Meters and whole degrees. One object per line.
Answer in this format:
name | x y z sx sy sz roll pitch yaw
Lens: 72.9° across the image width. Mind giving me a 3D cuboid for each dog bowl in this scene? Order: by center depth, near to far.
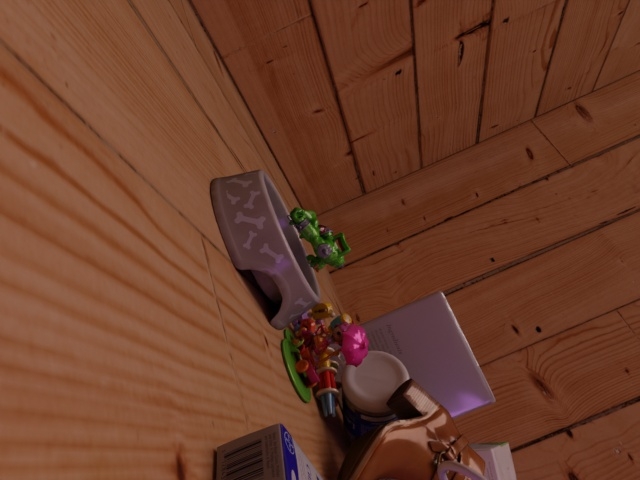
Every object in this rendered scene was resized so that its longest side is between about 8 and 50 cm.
dog bowl | -0.103 0.008 0.921 0.349 0.102 0.349 -24 90 -88

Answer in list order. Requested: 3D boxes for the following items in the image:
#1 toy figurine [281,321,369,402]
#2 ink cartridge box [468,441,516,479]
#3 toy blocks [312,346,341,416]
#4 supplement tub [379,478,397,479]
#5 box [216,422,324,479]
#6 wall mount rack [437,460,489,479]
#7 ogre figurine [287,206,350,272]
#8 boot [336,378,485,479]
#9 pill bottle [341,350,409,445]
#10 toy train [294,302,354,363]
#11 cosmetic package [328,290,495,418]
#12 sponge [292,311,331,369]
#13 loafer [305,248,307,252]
toy figurine | 0.018 0.214 0.870 0.173 0.159 0.130 -110 175 -61
ink cartridge box | 0.308 0.611 1.141 0.207 0.353 0.119 27 51 -52
toy blocks | 0.019 0.335 0.981 0.123 0.054 0.148 76 6 -47
supplement tub | 0.227 0.591 0.894 0.236 0.235 0.325 63 4 -47
box | -0.033 0.264 0.389 0.126 0.072 0.137 -108 175 -58
wall mount rack | 0.191 0.477 0.647 0.304 0.130 0.350 1 -59 50
ogre figurine | 0.000 0.000 0.943 0.118 0.096 0.197 55 -13 22
boot | 0.174 0.426 0.801 0.220 0.109 0.283 48 44 9
pill bottle | 0.128 0.400 1.025 0.153 0.153 0.265 -111 -167 -52
toy train | 0.016 0.200 0.973 0.166 0.046 0.125 19 -77 41
cosmetic package | 0.246 0.392 1.323 0.329 0.393 0.328 55 12 -73
sponge | -0.017 0.264 1.116 0.117 0.031 0.210 -105 170 -73
loafer | -0.083 0.054 1.271 0.223 0.076 0.078 38 33 -75
